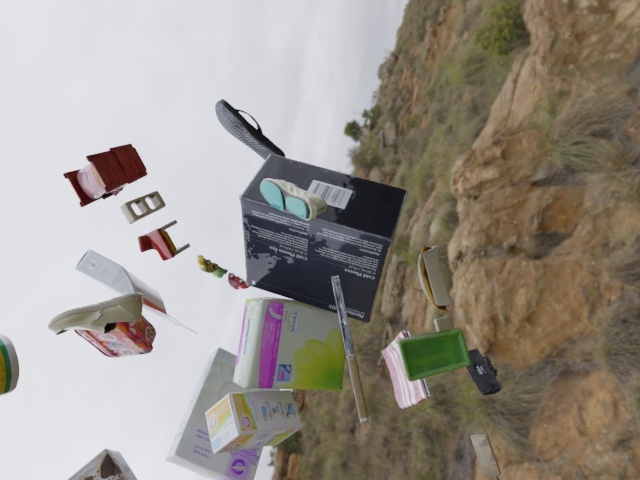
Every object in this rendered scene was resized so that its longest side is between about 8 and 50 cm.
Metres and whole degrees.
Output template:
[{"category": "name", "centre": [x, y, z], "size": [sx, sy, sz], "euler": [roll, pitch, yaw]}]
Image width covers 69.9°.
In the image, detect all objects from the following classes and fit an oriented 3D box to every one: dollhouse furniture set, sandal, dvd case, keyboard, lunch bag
[{"category": "dollhouse furniture set", "centre": [0.250, 0.172, 1.160], "size": [0.197, 0.151, 0.301], "euler": [36, -140, -82]}, {"category": "sandal", "centre": [-0.207, -0.322, 1.358], "size": [0.097, 0.254, 0.054], "euler": [-11, 44, 56]}, {"category": "dvd case", "centre": [0.051, 0.192, 0.797], "size": [0.164, 0.018, 0.221], "euler": [-101, -2, -47]}, {"category": "keyboard", "centre": [0.567, 0.461, 1.599], "size": [0.192, 0.100, 0.038], "euler": [-107, 5, -55]}, {"category": "lunch bag", "centre": [-0.830, 0.360, 1.829], "size": [0.293, 0.258, 0.120], "euler": [73, -168, -49]}, {"category": "dollhouse furniture set", "centre": [-0.599, -0.089, 1.420], "size": [0.152, 0.201, 0.374], "euler": [-37, -75, -46]}]

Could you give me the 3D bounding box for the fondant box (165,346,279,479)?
[{"category": "fondant box", "centre": [-0.271, 0.520, 1.356], "size": [0.096, 0.238, 0.330], "euler": [-44, 21, 44]}]

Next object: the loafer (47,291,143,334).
[{"category": "loafer", "centre": [-0.632, 0.224, 1.296], "size": [0.102, 0.269, 0.092], "euler": [93, 160, -85]}]

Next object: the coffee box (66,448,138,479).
[{"category": "coffee box", "centre": [-0.515, 0.703, 1.145], "size": [0.168, 0.297, 0.119], "euler": [-39, -20, -21]}]

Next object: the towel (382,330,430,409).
[{"category": "towel", "centre": [0.304, 0.479, 1.668], "size": [0.329, 0.037, 0.237], "euler": [101, 156, -64]}]

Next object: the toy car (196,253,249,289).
[{"category": "toy car", "centre": [-0.405, 0.131, 1.845], "size": [0.053, 0.239, 0.225], "euler": [-60, 16, -9]}]

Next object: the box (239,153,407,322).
[{"category": "box", "centre": [0.000, 0.000, 1.114], "size": [0.312, 0.343, 0.179], "euler": [97, -167, -46]}]

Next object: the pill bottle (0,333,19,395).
[{"category": "pill bottle", "centre": [-0.663, 0.243, 0.799], "size": [0.208, 0.118, 0.117], "euler": [-7, -68, -53]}]

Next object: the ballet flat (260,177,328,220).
[{"category": "ballet flat", "centre": [-0.049, -0.077, 0.839], "size": [0.052, 0.168, 0.057], "euler": [-21, -55, -31]}]

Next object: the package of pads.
[{"category": "package of pads", "centre": [-0.069, 0.272, 1.217], "size": [0.101, 0.297, 0.229], "euler": [-7, 73, 58]}]

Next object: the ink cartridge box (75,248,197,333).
[{"category": "ink cartridge box", "centre": [-0.616, 0.189, 1.616], "size": [0.308, 0.385, 0.091], "euler": [86, -151, -68]}]

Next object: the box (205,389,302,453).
[{"category": "box", "centre": [-0.165, 0.447, 1.139], "size": [0.203, 0.103, 0.114], "euler": [17, -51, -45]}]

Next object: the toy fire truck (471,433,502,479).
[{"category": "toy fire truck", "centre": [0.372, 0.631, 1.139], "size": [0.158, 0.217, 0.246], "euler": [65, -153, -45]}]
